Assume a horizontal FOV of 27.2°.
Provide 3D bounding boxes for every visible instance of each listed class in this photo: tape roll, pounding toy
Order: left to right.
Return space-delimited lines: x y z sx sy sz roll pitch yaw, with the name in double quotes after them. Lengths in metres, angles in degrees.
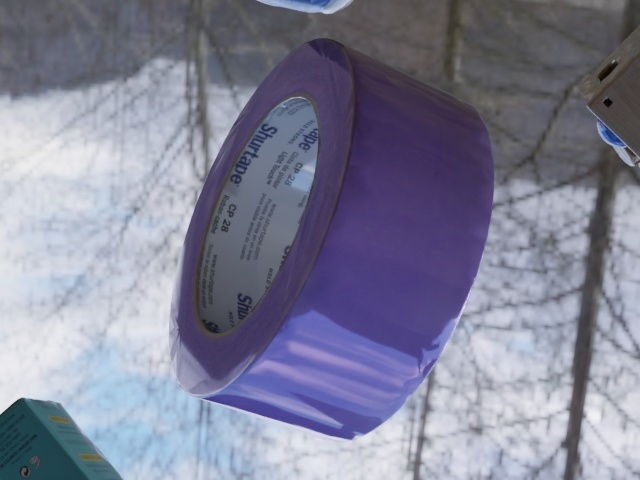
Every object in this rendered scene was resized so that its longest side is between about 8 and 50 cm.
0.000 0.000 0.664 0.080 0.189 0.189 21 -171 -23 "tape roll"
0.243 -0.073 0.928 0.130 0.100 0.141 43 -166 -3 "pounding toy"

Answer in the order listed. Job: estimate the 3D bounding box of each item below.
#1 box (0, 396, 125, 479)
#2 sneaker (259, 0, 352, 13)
-0.157 0.229 0.996 0.244 0.060 0.100 47 178 11 "box"
-0.070 -0.181 0.759 0.211 0.080 0.081 28 -144 24 "sneaker"
